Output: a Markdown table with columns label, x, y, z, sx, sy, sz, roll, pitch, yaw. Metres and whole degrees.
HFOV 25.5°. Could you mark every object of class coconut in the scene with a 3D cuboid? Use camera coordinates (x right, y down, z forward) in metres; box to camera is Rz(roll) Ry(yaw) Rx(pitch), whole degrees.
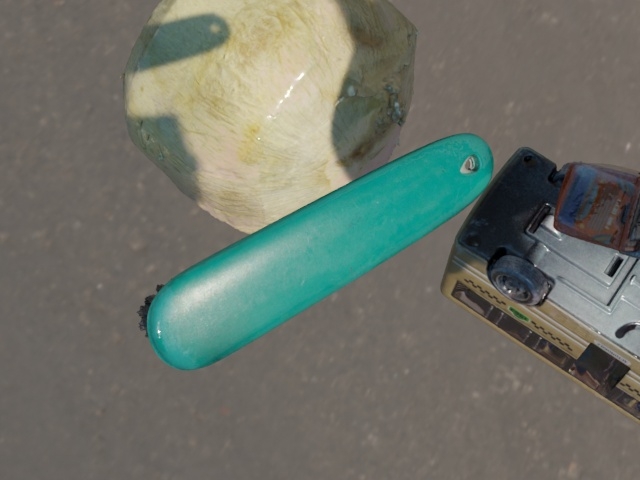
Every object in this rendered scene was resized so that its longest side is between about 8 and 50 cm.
| label | x | y | z | sx | sy | sz | roll | pitch | yaw |
| --- | --- | --- | --- | --- | --- | --- | --- | --- | --- |
| coconut | -0.038 | -0.152 | 1.475 | 0.254 | 0.297 | 0.297 | 42 | 127 | 14 |

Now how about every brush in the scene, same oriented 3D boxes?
| label | x | y | z | sx | sy | sz | roll | pitch | yaw |
| --- | --- | --- | --- | --- | --- | --- | --- | --- | --- |
| brush | 0.000 | 0.000 | 0.640 | 0.032 | 0.193 | 0.043 | 7 | 123 | 58 |

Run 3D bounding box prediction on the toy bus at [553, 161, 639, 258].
| label | x | y | z | sx | sy | sz | roll | pitch | yaw |
| --- | --- | --- | --- | --- | --- | --- | --- | --- | --- |
| toy bus | 0.222 | -0.028 | 1.059 | 0.077 | 0.192 | 0.065 | 18 | 97 | 15 |

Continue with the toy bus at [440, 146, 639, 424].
| label | x | y | z | sx | sy | sz | roll | pitch | yaw |
| --- | --- | --- | --- | --- | --- | --- | --- | --- | --- |
| toy bus | 0.256 | 0.058 | 1.258 | 0.289 | 0.139 | 0.157 | 32 | 156 | 9 |
